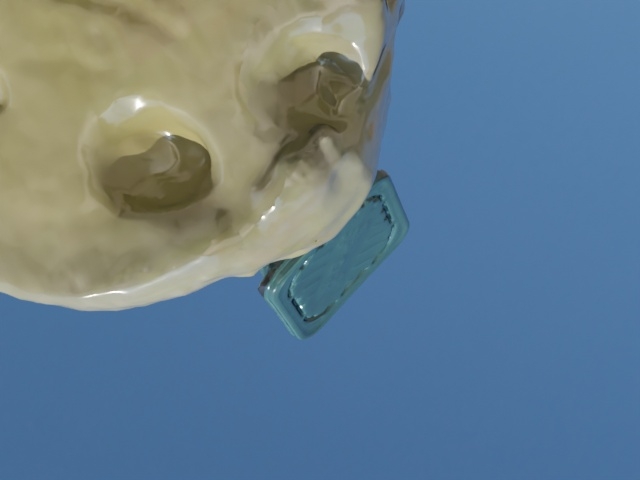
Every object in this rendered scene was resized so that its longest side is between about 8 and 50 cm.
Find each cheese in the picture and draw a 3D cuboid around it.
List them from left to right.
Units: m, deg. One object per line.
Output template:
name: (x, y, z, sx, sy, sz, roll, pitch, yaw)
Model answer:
cheese: (-0.106, -0.127, 0.885, 0.318, 0.326, 0.115, 21, -163, 12)

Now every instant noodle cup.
instant noodle cup: (0.000, 0.000, 1.635, 0.157, 0.179, 0.070, -45, -111, -6)
